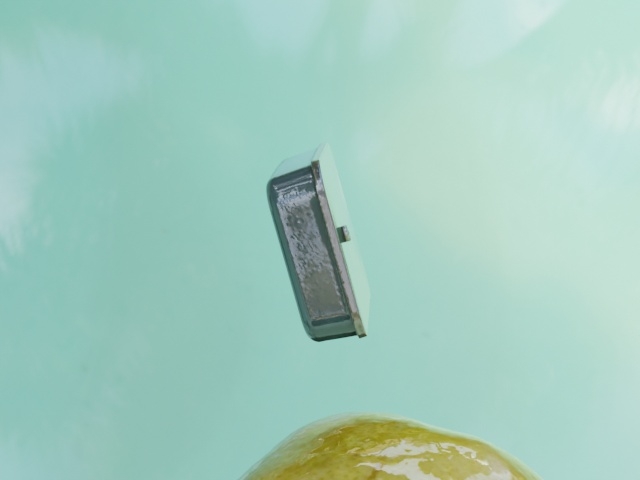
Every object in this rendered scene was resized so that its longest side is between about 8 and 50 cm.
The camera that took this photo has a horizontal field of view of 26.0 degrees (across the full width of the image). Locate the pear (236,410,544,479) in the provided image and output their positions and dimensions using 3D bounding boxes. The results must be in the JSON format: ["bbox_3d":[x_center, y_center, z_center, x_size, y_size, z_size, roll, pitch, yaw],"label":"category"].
[{"bbox_3d":[0.038,0.279,0.957,0.314,0.314,0.314,14,35,-11],"label":"pear"}]

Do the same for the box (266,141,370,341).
[{"bbox_3d":[0.000,0.000,0.708,0.031,0.091,0.126,-15,9,5],"label":"box"}]
